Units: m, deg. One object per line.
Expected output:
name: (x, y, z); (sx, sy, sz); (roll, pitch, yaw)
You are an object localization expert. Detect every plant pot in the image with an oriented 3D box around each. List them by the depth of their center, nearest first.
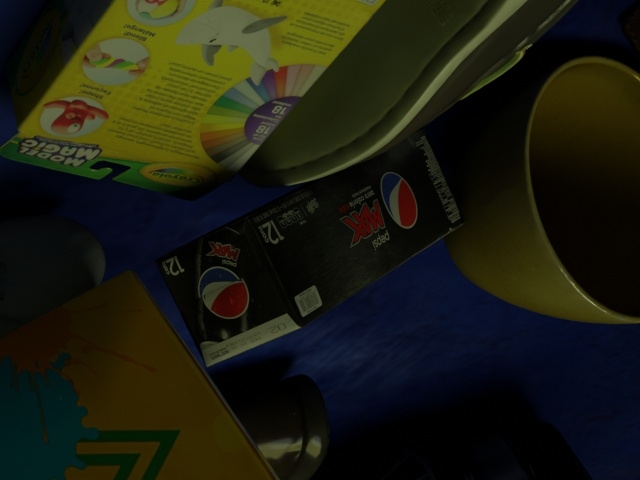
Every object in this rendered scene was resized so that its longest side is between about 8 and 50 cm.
plant pot: (0.117, -0.016, 0.871); (0.134, 0.134, 0.095); (2, 166, -40)

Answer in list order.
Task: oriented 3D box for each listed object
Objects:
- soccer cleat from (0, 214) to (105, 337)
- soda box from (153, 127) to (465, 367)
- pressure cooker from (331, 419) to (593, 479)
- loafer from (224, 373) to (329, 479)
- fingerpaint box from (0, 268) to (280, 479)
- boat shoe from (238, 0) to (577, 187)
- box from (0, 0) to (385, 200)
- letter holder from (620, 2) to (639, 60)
soccer cleat: (-0.191, 0.026, 0.754); (0.196, 0.068, 0.076); (-16, 147, -10)
soda box: (0.000, 0.000, 0.784); (0.060, 0.053, 0.169); (-25, -178, 34)
pressure cooker: (0.054, 0.366, 1.206); (0.420, 0.375, 0.370); (-26, 156, 1)
loafer: (-0.074, 0.153, 1.067); (0.078, 0.080, 0.220); (6, 136, -29)
fingerpaint box: (-0.232, 0.243, 0.832); (0.371, 0.163, 0.445); (-29, 166, -26)
boat shoe: (0.047, -0.092, 0.710); (0.069, 0.081, 0.228); (-8, 158, -48)
box: (-0.047, -0.085, 0.676); (0.105, 0.043, 0.179); (14, 134, -35)
letter holder: (0.317, -0.039, 0.778); (0.152, 0.302, 0.214); (10, 137, -47)
